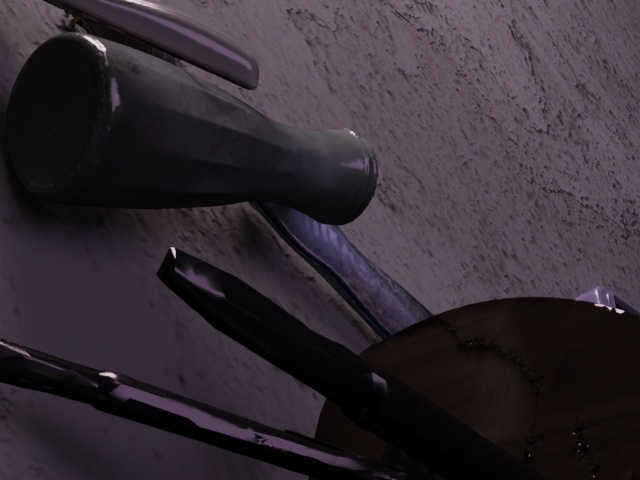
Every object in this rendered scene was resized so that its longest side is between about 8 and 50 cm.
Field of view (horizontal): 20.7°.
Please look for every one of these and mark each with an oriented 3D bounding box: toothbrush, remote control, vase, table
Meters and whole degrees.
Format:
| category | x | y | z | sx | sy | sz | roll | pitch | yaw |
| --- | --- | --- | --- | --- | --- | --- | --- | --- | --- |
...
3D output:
| category | x | y | z | sx | sy | sz | roll | pitch | yaw |
| --- | --- | --- | --- | --- | --- | --- | --- | --- | --- |
| toothbrush | 0.000 | 0.000 | 1.059 | 0.413 | 0.042 | 0.035 | 46 | 66 | -20 |
| remote control | -0.117 | -0.129 | 0.948 | 0.184 | 0.027 | 0.050 | 23 | 2 | -17 |
| vase | -0.059 | -0.049 | 0.941 | 0.214 | 0.086 | 0.086 | 10 | 52 | -45 |
| table | -0.032 | 0.140 | 0.692 | 0.249 | 0.317 | 0.317 | 19 | 44 | -30 |

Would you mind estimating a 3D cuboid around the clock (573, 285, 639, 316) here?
| category | x | y | z | sx | sy | sz | roll | pitch | yaw |
| --- | --- | --- | --- | --- | --- | --- | --- | --- | --- |
| clock | 0.236 | 0.135 | 1.242 | 0.193 | 0.073 | 0.144 | 32 | 37 | -36 |
